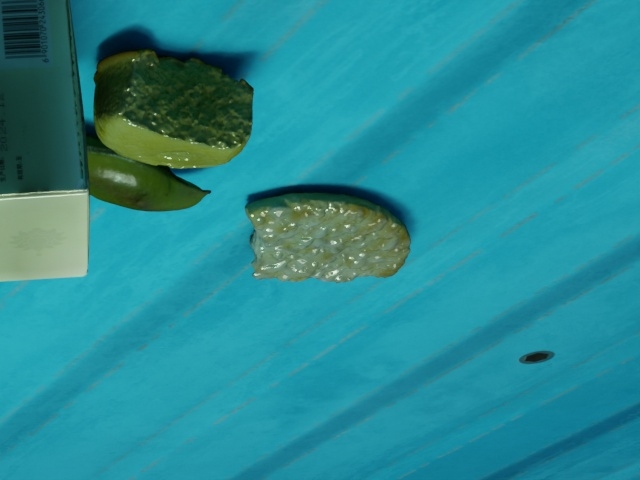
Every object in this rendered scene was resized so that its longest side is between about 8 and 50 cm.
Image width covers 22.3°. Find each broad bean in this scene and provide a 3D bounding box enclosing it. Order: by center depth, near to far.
[{"bbox_3d":[-0.244,-0.077,1.599,0.325,0.067,0.075,14,118,-36],"label":"broad bean"}]

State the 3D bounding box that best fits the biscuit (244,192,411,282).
[{"bbox_3d":[0.000,0.000,1.868,0.188,0.040,0.265,-22,151,28],"label":"biscuit"}]

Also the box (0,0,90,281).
[{"bbox_3d":[-0.249,-0.092,1.368,0.095,0.212,0.168,-4,156,-12],"label":"box"}]

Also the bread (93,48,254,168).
[{"bbox_3d":[-0.146,-0.119,1.505,0.156,0.086,0.125,13,159,-32],"label":"bread"}]
